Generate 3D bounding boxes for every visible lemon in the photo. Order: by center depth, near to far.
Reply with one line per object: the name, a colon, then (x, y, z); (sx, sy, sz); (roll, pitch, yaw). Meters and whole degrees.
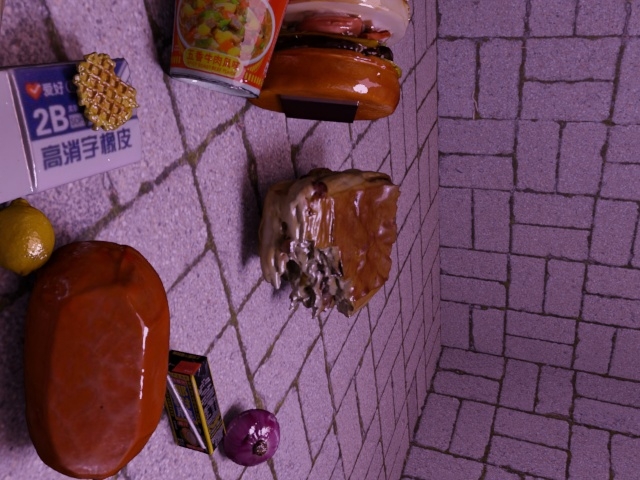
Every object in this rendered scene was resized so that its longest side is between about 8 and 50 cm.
lemon: (-0.306, -0.004, 0.611); (0.062, 0.062, 0.083); (24, 55, -67)

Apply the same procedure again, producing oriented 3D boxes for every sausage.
sausage: (-0.249, 0.134, 0.671); (0.141, 0.153, 0.268); (-150, -117, -73)

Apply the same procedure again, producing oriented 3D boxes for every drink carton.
drink carton: (-0.203, 0.255, 0.936); (0.056, 0.071, 0.166); (-55, 144, -54)

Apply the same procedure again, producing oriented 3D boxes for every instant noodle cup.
instant noodle cup: (-0.125, -0.316, 0.829); (0.193, 0.193, 0.212); (-3, 108, -68)

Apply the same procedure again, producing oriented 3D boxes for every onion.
onion: (-0.132, 0.368, 1.129); (0.104, 0.115, 0.115); (-138, -136, -60)

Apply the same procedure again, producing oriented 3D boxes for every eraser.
eraser: (-0.285, -0.121, 0.623); (0.210, 0.068, 0.124); (-38, 131, -59)

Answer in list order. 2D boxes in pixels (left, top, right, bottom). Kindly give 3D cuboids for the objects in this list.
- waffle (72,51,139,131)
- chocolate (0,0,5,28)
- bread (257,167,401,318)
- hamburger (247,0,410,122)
waffle: (-0.230, -0.159, 0.636); (0.078, 0.016, 0.085); (-65, 147, -41)
chocolate: (-0.299, -0.242, 0.468); (0.134, 0.134, 0.309); (41, 60, -64)
bread: (0.000, 0.000, 1.215); (0.370, 0.191, 0.314); (-22, 123, -52)
hamburger: (0.013, -0.326, 1.008); (0.291, 0.291, 0.225); (2, 90, -68)
